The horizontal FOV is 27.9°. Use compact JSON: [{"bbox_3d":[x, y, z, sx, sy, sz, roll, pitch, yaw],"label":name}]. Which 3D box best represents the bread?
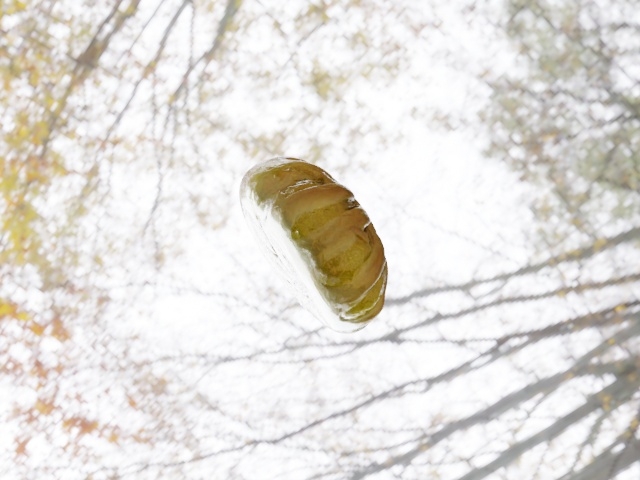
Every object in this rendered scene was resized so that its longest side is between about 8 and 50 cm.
[{"bbox_3d":[0.000,0.000,1.326,0.105,0.213,0.213,-32,-100,-13],"label":"bread"}]
